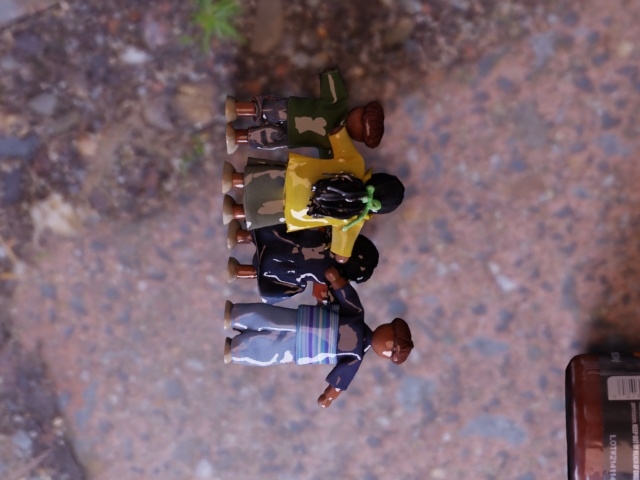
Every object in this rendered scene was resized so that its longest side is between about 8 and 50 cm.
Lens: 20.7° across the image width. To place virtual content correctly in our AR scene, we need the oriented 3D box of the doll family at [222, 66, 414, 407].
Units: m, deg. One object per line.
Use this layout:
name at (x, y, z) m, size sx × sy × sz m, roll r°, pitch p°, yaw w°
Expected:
doll family at (0.000, 0.000, 1.019) m, size 0.111 × 0.076 × 0.193 m, roll 1°, pitch 114°, yaw 1°

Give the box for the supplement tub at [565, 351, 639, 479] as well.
supplement tub at (0.242, 0.115, 1.013) m, size 0.198 × 0.106 × 0.106 m, roll -1°, pitch 109°, yaw 6°
